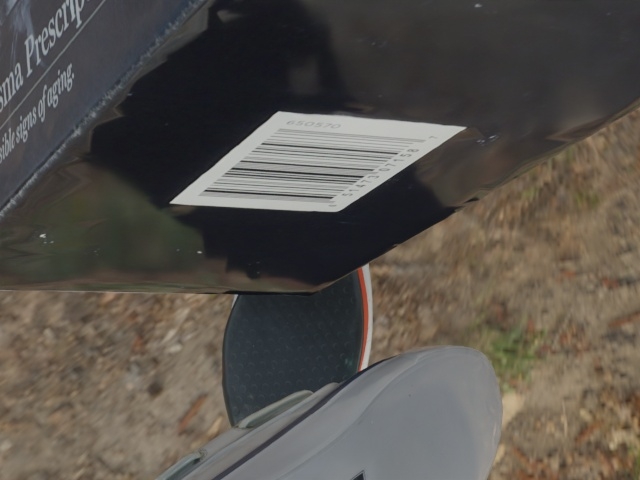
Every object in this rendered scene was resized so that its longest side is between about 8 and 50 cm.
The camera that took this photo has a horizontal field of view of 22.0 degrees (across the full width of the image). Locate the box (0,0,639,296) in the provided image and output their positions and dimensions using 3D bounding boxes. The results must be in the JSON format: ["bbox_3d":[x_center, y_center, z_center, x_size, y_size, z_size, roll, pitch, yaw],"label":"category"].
[{"bbox_3d":[-0.023,-0.171,0.593,0.179,0.343,0.313,3,72,-26],"label":"box"}]

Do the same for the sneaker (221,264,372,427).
[{"bbox_3d":[0.001,-0.001,1.022,0.090,0.145,0.270,1,96,16],"label":"sneaker"}]

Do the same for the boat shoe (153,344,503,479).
[{"bbox_3d":[-0.009,0.118,0.791,0.088,0.267,0.096,5,113,37],"label":"boat shoe"}]
